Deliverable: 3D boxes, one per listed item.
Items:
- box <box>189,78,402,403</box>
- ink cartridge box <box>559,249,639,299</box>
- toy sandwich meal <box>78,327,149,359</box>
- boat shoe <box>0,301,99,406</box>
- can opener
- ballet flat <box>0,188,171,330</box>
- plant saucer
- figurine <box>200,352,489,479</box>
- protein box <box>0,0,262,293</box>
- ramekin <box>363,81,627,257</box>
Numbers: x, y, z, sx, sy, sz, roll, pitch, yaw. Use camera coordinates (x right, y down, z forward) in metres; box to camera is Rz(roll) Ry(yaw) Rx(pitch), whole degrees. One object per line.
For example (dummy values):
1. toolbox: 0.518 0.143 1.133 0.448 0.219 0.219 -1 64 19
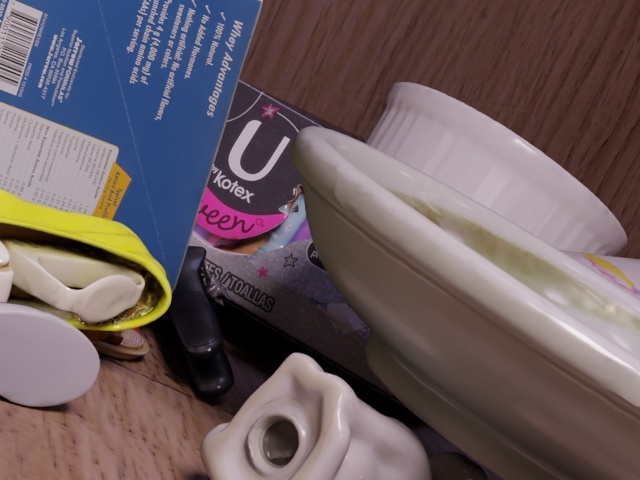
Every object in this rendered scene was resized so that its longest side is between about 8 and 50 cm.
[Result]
1. box: 0.000 0.000 1.367 0.247 0.142 0.163 29 -3 18
2. ink cartridge box: 0.257 0.097 1.545 0.353 0.119 0.207 7 19 -37
3. toy sandwich meal: -0.136 0.042 1.162 0.086 0.029 0.085 26 8 -4
4. boat shoe: -0.175 0.045 0.961 0.142 0.049 0.040 18 11 -36
5. can opener: -0.082 0.054 1.221 0.059 0.073 0.186 66 -7 -25
6. ballet flat: -0.169 0.013 1.024 0.231 0.077 0.077 9 21 -48
7. plant saucer: 0.138 0.078 1.078 0.400 0.100 0.400 32 7 -4
8. figurine: 0.073 0.156 0.975 0.215 0.092 0.209 33 2 42
9. protein box: -0.175 -0.092 1.189 0.201 0.199 0.136 21 -6 -41
10. ramekin: 0.147 -0.020 1.890 0.277 0.135 0.277 35 -6 4
